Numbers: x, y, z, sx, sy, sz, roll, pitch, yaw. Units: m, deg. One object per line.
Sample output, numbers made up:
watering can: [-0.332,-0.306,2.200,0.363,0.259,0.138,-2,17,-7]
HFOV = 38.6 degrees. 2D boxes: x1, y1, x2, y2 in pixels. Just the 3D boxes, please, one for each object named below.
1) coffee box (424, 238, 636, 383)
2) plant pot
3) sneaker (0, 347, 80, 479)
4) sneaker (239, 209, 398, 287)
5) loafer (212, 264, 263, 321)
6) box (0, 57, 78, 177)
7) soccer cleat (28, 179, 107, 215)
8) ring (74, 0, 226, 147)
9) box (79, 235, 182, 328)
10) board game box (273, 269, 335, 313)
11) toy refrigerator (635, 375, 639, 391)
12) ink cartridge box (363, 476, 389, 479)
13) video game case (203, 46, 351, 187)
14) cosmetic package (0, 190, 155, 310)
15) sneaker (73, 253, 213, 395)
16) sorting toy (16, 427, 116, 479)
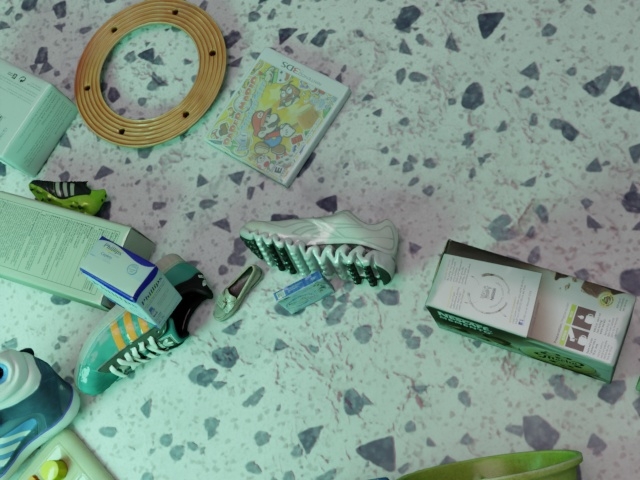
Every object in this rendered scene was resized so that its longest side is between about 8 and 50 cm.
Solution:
coffee box: [0.332,0.113,1.450,0.297,0.168,0.118,17,78,20]
plant pot: [0.265,0.455,1.326,0.276,0.276,0.253,-11,81,12]
sneaker: [-0.604,0.314,1.588,0.323,0.236,0.130,-38,49,0]
sneaker: [0.000,0.000,1.626,0.292,0.110,0.118,10,63,15]
loafer: [-0.156,0.092,1.663,0.045,0.039,0.125,39,86,22]
box: [-0.629,-0.255,1.867,0.181,0.119,0.182,28,81,22]
soccer cleat: [-0.502,-0.092,1.818,0.179,0.060,0.072,17,50,26]
ring: [-0.346,-0.341,1.864,0.337,0.032,0.336,-4,71,13]
box: [-0.323,0.073,1.564,0.126,0.137,0.072,26,70,24]
board game box: [-0.027,0.092,1.600,0.090,0.090,0.020,-27,65,6]
toy refrigerator: [0.589,0.124,1.417,0.102,0.094,0.269,21,80,14]
ink cartridge box: [-0.023,0.444,1.238,0.270,0.395,0.151,-11,86,3]
video game case: [-0.085,-0.241,1.760,0.206,0.026,0.227,30,83,22]
cosmetic package: [-0.493,0.024,1.742,0.310,0.113,0.160,16,77,19]
sneaker: [-0.317,0.169,1.647,0.121,0.108,0.302,35,83,27]
sorting toy: [-0.474,0.461,1.629,0.348,0.047,0.196,41,87,23]
